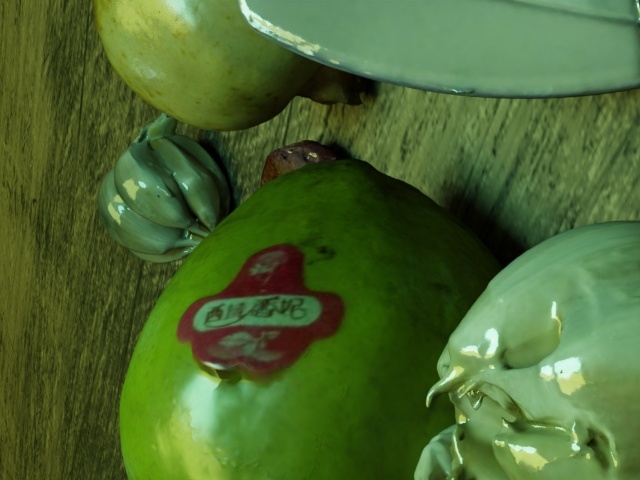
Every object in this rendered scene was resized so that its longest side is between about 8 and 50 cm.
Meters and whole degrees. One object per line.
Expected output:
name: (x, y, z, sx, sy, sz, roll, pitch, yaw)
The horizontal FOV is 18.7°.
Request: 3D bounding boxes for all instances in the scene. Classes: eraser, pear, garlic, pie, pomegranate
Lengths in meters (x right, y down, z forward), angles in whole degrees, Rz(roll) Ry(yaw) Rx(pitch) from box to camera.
eraser: (0.068, -0.170, 1.165, 0.059, 0.243, 0.204, -12, -88, -70)
pear: (0.013, 0.090, 1.330, 0.287, 0.287, 0.375, 101, 176, -45)
garlic: (0.151, 0.083, 1.078, 0.281, 0.203, 0.184, 155, 120, -73)
garlic: (-0.139, -0.018, 1.931, 0.194, 0.127, 0.131, 53, 150, 11)
pie: (0.000, 0.000, 1.644, 0.182, 0.050, 0.182, 164, 90, -72)
pomegranate: (-0.073, -0.185, 1.513, 0.207, 0.207, 0.207, 169, 90, -70)
